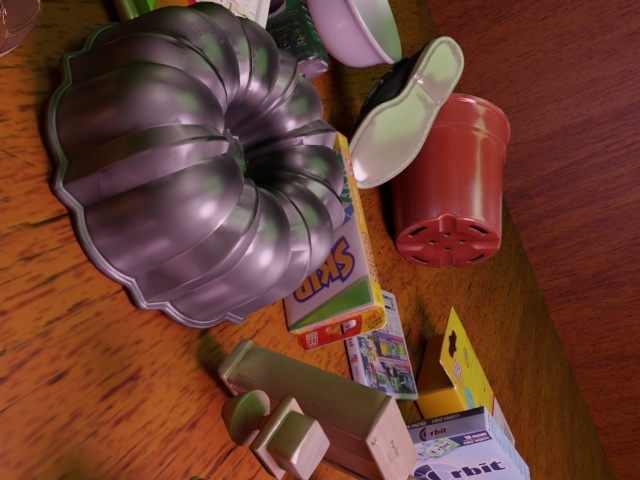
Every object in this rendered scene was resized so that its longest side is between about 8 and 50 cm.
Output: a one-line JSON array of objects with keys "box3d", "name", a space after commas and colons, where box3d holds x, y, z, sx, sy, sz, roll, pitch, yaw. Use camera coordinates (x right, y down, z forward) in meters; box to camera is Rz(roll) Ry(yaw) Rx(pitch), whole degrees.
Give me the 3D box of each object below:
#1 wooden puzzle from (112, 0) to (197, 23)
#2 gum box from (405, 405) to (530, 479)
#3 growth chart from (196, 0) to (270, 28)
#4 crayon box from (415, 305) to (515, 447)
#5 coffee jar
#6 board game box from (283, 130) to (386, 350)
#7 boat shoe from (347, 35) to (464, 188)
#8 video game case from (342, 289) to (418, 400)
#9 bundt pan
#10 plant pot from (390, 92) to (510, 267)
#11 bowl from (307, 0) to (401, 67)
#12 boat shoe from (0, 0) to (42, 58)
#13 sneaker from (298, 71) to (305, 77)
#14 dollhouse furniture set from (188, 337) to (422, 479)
[{"box3d": [-0.193, -0.337, 0.785, 0.221, 0.044, 0.238, 68, 24, -3], "name": "wooden puzzle"}, {"box3d": [0.203, 0.324, 0.958, 0.184, 0.157, 0.041, 53, 29, -33], "name": "gum box"}, {"box3d": [-0.132, -0.365, 0.799, 0.237, 0.021, 0.172, 32, 68, -49], "name": "growth chart"}, {"box3d": [0.260, 0.305, 1.185, 0.319, 0.081, 0.202, 64, 24, -13], "name": "crayon box"}, {"box3d": [-0.055, -0.340, 1.015, 0.079, 0.096, 0.184, 9, 64, -66], "name": "coffee jar"}, {"box3d": [0.000, 0.000, 0.826, 0.039, 0.124, 0.259, 20, 53, -58], "name": "board game box"}, {"box3d": [0.131, -0.235, 1.204, 0.127, 0.113, 0.340, 38, 77, -28], "name": "boat shoe"}, {"box3d": [0.089, 0.158, 1.016, 0.201, 0.023, 0.183, 26, 48, -59], "name": "video game case"}, {"box3d": [-0.088, -0.084, 0.642, 0.331, 0.124, 0.331, 27, 55, -48], "name": "bundt pan"}, {"box3d": [0.252, -0.104, 1.305, 0.272, 0.272, 0.265, 41, 44, -47], "name": "plant pot"}, {"box3d": [0.034, -0.448, 1.241, 0.298, 0.134, 0.298, 47, 32, -41], "name": "bowl"}, {"box3d": [-0.262, -0.169, 0.485, 0.064, 0.060, 0.178, 61, 25, -18], "name": "boat shoe"}, {"box3d": [-0.093, -0.187, 0.874, 0.082, 0.069, 0.209, 29, 43, -1], "name": "sneaker"}, {"box3d": [-0.079, 0.282, 0.545, 0.355, 0.173, 0.303, -52, 137, -29], "name": "dollhouse furniture set"}]
